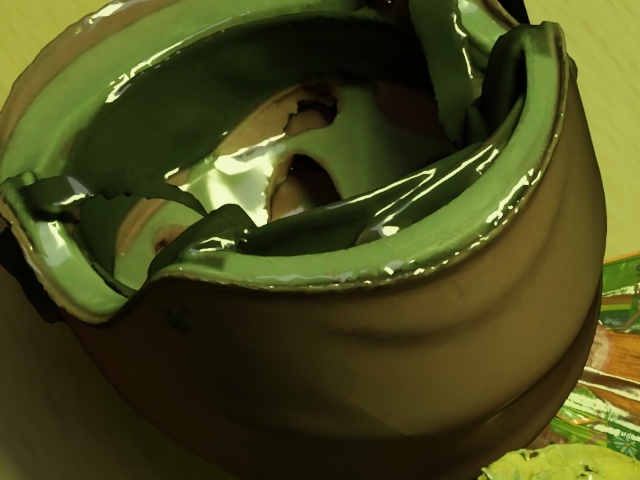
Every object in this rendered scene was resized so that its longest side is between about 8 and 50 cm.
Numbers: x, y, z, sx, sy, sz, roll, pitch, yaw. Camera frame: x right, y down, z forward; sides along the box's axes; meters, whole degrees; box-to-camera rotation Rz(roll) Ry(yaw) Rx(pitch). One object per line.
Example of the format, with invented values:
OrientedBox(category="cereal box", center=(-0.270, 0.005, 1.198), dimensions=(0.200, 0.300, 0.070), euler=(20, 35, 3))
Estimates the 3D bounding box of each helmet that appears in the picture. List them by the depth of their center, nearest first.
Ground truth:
OrientedBox(category="helmet", center=(0.000, 0.000, 0.945), dimensions=(0.271, 0.197, 0.338), euler=(-35, 32, -20))

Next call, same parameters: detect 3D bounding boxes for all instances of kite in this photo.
OrientedBox(category="kite", center=(0.129, 0.084, 1.025), dimensions=(0.234, 0.016, 0.321), euler=(20, 51, 9))

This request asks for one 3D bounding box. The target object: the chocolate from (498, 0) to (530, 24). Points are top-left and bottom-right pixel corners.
OrientedBox(category="chocolate", center=(0.003, -0.191, 1.131), dimensions=(0.177, 0.224, 0.206), euler=(-19, 90, 10))

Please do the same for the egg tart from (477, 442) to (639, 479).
OrientedBox(category="egg tart", center=(0.134, 0.205, 0.859), dimensions=(0.252, 0.098, 0.232), euler=(51, 34, 0))
